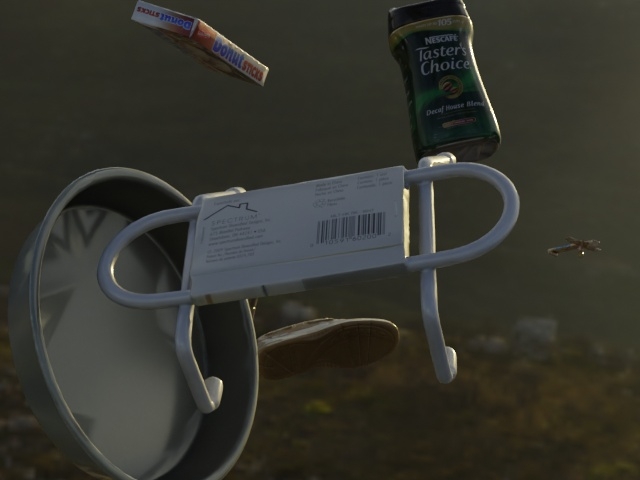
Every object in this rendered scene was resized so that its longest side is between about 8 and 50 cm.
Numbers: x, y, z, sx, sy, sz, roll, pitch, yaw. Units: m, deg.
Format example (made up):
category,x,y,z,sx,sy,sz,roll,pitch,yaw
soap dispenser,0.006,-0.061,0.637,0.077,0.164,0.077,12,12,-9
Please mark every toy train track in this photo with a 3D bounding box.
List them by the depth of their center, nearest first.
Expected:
category,x,y,z,sx,sy,sz,roll,pitch,yaw
toy train track,0.291,0.012,1.894,0.048,0.014,0.083,20,-17,-26

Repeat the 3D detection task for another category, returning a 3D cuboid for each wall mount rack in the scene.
category,x,y,z,sx,sy,sz,roll,pitch,yaw
wall mount rack,0.000,0.000,1.387,0.350,0.130,0.304,-8,42,11

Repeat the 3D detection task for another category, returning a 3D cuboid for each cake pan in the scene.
category,x,y,z,sx,sy,sz,roll,pitch,yaw
cake pan,-0.163,0.083,1.423,0.054,0.293,0.293,-17,-1,32

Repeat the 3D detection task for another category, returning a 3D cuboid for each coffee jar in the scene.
category,x,y,z,sx,sy,sz,roll,pitch,yaw
coffee jar,0.132,-0.176,1.793,0.096,0.184,0.079,-12,-19,-1

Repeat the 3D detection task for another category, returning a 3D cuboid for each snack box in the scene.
category,x,y,z,sx,sy,sz,roll,pitch,yaw
snack box,-0.110,-0.183,1.535,0.064,0.022,0.178,20,-2,21

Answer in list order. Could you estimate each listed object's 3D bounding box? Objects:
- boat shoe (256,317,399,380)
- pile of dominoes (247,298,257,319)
category,x,y,z,sx,sy,sz,roll,pitch,yaw
boat shoe,0.003,0.113,1.858,0.170,0.063,0.059,-8,23,-15
pile of dominoes,-0.166,0.141,1.840,0.196,0.251,0.040,-34,73,-23
